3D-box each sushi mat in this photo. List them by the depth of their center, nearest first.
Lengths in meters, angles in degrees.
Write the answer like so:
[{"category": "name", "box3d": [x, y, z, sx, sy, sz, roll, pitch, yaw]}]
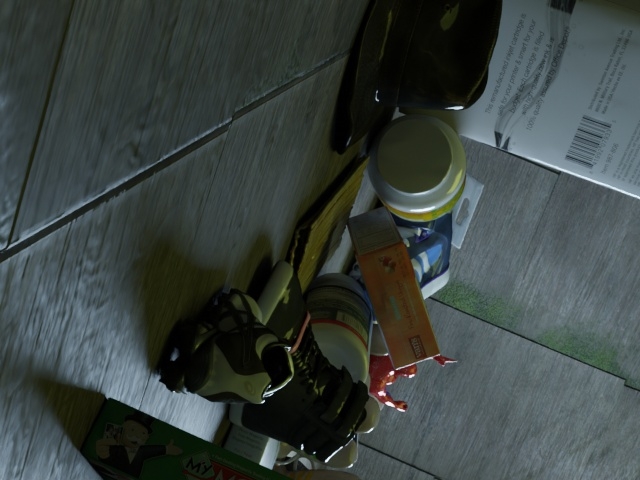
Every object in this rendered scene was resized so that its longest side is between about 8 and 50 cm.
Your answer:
[{"category": "sushi mat", "box3d": [0.000, 0.000, 1.587, 0.316, 0.019, 0.151, -53, 162, -68]}]

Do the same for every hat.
[{"category": "hat", "box3d": [0.133, -0.224, 1.460, 0.331, 0.133, 0.331, 22, 90, -84]}]

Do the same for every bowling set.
[{"category": "bowling set", "box3d": [-0.013, 0.219, 1.759, 0.200, 0.154, 0.287, 40, 60, -68]}]

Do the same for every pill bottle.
[{"category": "pill bottle", "box3d": [0.012, 0.115, 1.630, 0.180, 0.107, 0.108, -78, -174, -66]}, {"category": "pill bottle", "box3d": [0.135, -0.102, 1.828, 0.245, 0.136, 0.136, 31, 81, -83]}]

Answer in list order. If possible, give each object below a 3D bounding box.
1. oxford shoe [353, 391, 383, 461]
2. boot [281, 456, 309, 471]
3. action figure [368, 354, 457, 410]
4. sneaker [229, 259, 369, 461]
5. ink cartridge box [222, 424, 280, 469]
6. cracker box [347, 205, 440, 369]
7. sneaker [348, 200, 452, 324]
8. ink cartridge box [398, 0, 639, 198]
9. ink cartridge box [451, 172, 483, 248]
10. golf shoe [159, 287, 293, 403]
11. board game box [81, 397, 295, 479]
[{"category": "oxford shoe", "box3d": [0.069, 0.238, 2.386, 0.130, 0.132, 0.364, -51, 161, -67]}, {"category": "boot", "box3d": [0.005, 0.424, 1.988, 0.263, 0.228, 0.091, -69, -179, -59]}, {"category": "action figure", "box3d": [0.091, 0.202, 1.952, 0.280, 0.139, 0.092, -14, -124, 65]}, {"category": "sneaker", "box3d": [-0.011, 0.133, 1.390, 0.296, 0.146, 0.105, 100, 15, -54]}, {"category": "ink cartridge box", "box3d": [-0.065, 0.214, 1.613, 0.232, 0.066, 0.189, -63, 173, -10]}, {"category": "cracker box", "box3d": [0.092, 0.056, 1.706, 0.232, 0.067, 0.156, -98, 169, -77]}, {"category": "sneaker", "box3d": [0.116, 0.001, 2.208, 0.322, 0.130, 0.236, -31, 123, -48]}, {"category": "ink cartridge box", "box3d": [0.336, -0.264, 1.823, 0.166, 0.394, 0.286, -64, 173, -47]}, {"category": "ink cartridge box", "box3d": [0.217, -0.095, 2.341, 0.045, 0.179, 0.145, -21, 139, -43]}, {"category": "golf shoe", "box3d": [-0.065, 0.098, 1.091, 0.198, 0.093, 0.077, -48, 158, -75]}, {"category": "board game box", "box3d": [-0.057, 0.216, 1.011, 0.317, 0.213, 0.046, 94, 19, -71]}]
